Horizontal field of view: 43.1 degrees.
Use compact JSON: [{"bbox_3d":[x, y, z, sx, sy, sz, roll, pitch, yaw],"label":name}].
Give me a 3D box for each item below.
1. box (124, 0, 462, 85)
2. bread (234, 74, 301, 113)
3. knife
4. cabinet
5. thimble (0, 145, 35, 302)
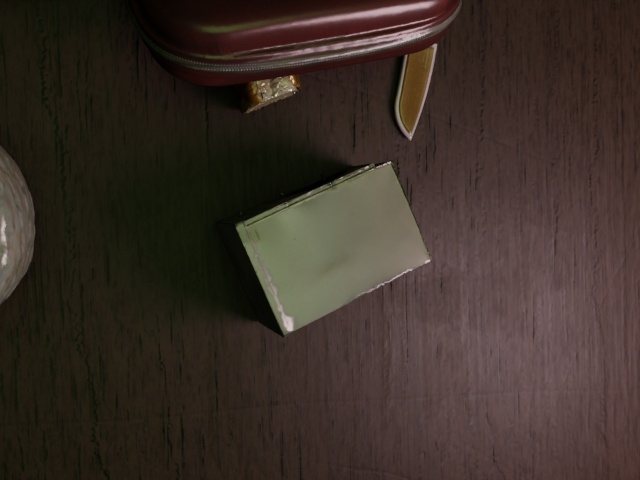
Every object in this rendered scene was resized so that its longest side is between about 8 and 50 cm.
[{"bbox_3d":[-0.031,-0.310,0.964,0.403,0.108,0.263,-13,60,-16],"label":"box"},{"bbox_3d":[-0.073,-0.204,1.016,0.076,0.083,0.070,-22,94,-14],"label":"bread"},{"bbox_3d":[0.138,-0.264,1.104,0.046,0.022,0.256,10,89,-20],"label":"knife"},{"bbox_3d":[0.000,0.000,1.009,0.206,0.145,0.150,-25,98,-14],"label":"cabinet"},{"bbox_3d":[-0.456,-0.021,0.856,0.291,0.195,0.292,-1,93,-16],"label":"thimble"}]
